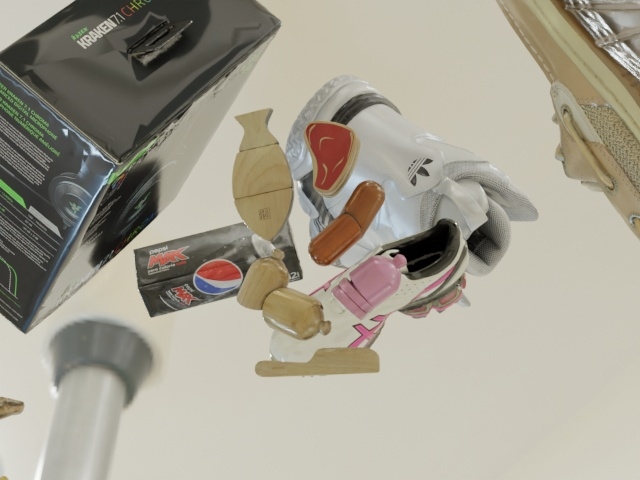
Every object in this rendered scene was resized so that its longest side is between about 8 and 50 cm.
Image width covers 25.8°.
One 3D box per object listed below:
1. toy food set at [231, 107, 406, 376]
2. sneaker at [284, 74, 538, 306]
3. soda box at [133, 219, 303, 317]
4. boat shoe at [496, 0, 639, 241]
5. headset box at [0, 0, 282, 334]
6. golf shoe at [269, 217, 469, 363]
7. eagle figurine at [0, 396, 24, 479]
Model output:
[{"bbox_3d":[0.000,0.000,0.623,0.078,0.122,0.019,-3,-11,14],"label":"toy food set"},{"bbox_3d":[0.096,-0.012,1.386,0.210,0.137,0.366,35,-11,22],"label":"sneaker"},{"bbox_3d":[-0.107,0.025,1.462,0.169,0.060,0.053,-15,-42,1],"label":"soda box"},{"bbox_3d":[0.216,-0.080,1.005,0.122,0.341,0.110,-5,-37,-42],"label":"boat shoe"},{"bbox_3d":[-0.186,-0.097,1.194,0.131,0.246,0.283,40,-44,2],"label":"headset box"},{"bbox_3d":[0.036,0.040,1.118,0.186,0.067,0.086,-29,-35,-20],"label":"golf shoe"},{"bbox_3d":[-0.227,0.223,0.815,0.226,0.298,0.225,-18,-25,-22],"label":"eagle figurine"}]
